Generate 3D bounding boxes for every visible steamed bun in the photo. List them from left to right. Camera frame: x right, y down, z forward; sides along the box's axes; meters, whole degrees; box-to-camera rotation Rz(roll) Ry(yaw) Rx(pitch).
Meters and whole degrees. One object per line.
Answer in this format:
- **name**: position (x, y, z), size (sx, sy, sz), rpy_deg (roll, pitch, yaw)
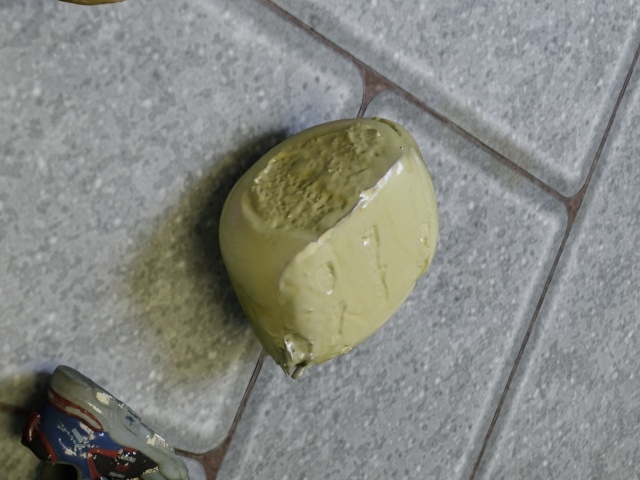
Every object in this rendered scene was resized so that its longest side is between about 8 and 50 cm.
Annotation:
- **steamed bun**: position (0.000, 0.000, 1.439), size (0.273, 0.166, 0.232), rpy_deg (-44, 142, -19)

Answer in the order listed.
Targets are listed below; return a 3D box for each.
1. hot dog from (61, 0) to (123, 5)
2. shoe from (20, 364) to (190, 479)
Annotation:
- **hot dog**: position (-0.204, -0.415, 1.080), size (0.223, 0.185, 0.405), rpy_deg (16, 92, -48)
- **shoe**: position (-0.228, 0.230, 1.330), size (0.125, 0.099, 0.227), rpy_deg (-52, 134, -17)
